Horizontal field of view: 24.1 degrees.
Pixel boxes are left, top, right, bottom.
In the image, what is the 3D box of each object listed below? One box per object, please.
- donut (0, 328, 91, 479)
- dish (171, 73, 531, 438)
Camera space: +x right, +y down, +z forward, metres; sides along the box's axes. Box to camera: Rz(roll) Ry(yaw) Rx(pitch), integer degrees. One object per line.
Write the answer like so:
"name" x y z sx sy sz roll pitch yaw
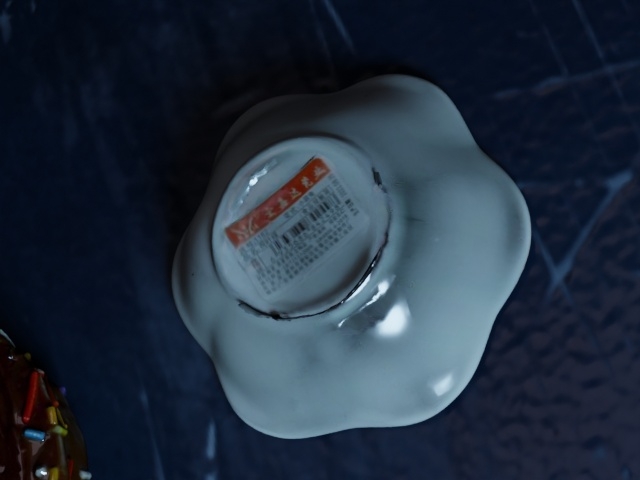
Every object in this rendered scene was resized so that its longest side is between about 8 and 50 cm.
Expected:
"donut" -0.236 0.157 0.912 0.235 0.089 0.235 -7 74 23
"dish" 0.000 0.000 0.855 0.229 0.081 0.229 -6 74 23
